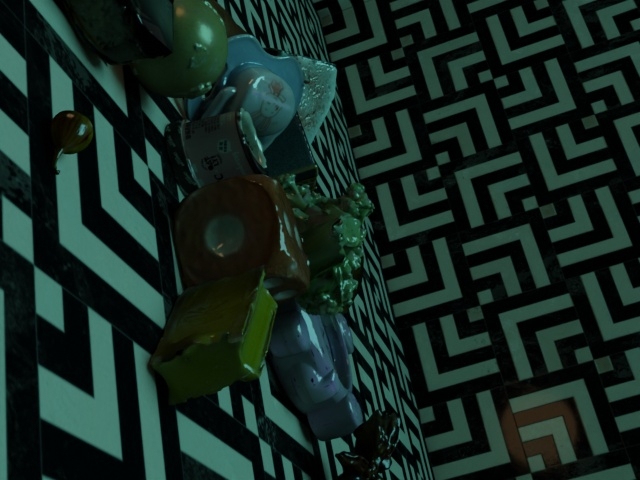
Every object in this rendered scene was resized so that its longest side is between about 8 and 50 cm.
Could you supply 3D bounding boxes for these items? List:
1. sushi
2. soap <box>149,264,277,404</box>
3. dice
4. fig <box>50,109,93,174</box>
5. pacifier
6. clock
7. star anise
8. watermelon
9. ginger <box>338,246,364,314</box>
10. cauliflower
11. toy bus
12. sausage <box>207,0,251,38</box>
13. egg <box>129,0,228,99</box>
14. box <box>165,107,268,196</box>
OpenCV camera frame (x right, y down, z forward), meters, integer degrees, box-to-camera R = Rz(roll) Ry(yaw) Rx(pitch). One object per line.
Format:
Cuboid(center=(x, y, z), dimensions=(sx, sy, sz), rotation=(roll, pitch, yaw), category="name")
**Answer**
Cuboid(center=(-0.319, -0.356, 1.293), dimensions=(0.273, 0.109, 0.134), rotation=(43, 31, -42), category="sushi")
Cuboid(center=(-0.138, 0.121, 1.291), dimensions=(0.233, 0.135, 0.076), rotation=(-78, 149, -70), category="soap")
Cuboid(center=(-0.116, 0.012, 1.495), dimensions=(0.179, 0.174, 0.175), rotation=(49, 24, -65), category="dice")
Cuboid(center=(-0.295, -0.114, 1.119), dimensions=(0.050, 0.050, 0.083), rotation=(61, 34, -48), category="fig")
Cuboid(center=(-0.170, -0.282, 1.808), dimensions=(0.287, 0.238, 0.226), rotation=(12, 25, -50), category="pacifier")
Cuboid(center=(-0.022, 0.199, 1.871), dimensions=(0.295, 0.113, 0.322), rotation=(-96, 164, -50), category="clock")
Cuboid(center=(0.077, 0.443, 1.813), dimensions=(0.288, 0.088, 0.288), rotation=(-41, 142, -43), category="star anise")
Cuboid(center=(-0.050, -0.381, 2.459), dimensions=(0.320, 0.213, 0.290), rotation=(127, -53, -87), category="watermelon")
Cuboid(center=(0.019, 0.049, 2.072), dimensions=(0.172, 0.165, 0.321), rotation=(-34, 131, -39), category="ginger")
Cuboid(center=(0.000, 0.000, 1.658), dimensions=(0.315, 0.239, 0.256), rotation=(160, -68, -62), category="cauliflower")
Cuboid(center=(-0.107, -0.226, 1.980), dimensions=(0.167, 0.138, 0.275), rotation=(104, -32, -75), category="toy bus")
Cuboid(center=(-0.209, -0.434, 2.025), dimensions=(0.094, 0.094, 0.419), rotation=(-64, 168, 2), category="sausage")
Cuboid(center=(-0.220, -0.300, 1.477), dimensions=(0.164, 0.164, 0.201), rotation=(71, -15, -9), category="egg")
Cuboid(center=(-0.168, -0.145, 1.607), dimensions=(0.151, 0.135, 0.151), rotation=(-17, 90, -82), category="box")
